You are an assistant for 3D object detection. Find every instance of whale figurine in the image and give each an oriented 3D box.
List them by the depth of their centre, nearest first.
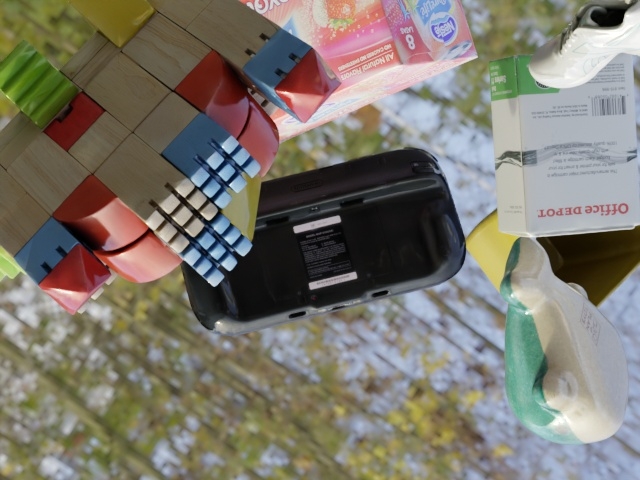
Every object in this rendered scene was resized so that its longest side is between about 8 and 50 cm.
[{"bbox_3d":[0.272,0.128,1.863,0.141,0.272,0.216,-17,-150,29],"label":"whale figurine"}]

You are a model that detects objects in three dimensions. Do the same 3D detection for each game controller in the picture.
[{"bbox_3d":[0.000,0.000,1.721,0.319,0.166,0.067,-14,169,-4],"label":"game controller"}]

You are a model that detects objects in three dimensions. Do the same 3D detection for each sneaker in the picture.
[{"bbox_3d":[0.221,-0.168,1.241,0.152,0.061,0.053,-19,-124,48],"label":"sneaker"}]

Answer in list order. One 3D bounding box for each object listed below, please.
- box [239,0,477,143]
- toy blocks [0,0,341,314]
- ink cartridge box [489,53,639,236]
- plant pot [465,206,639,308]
[{"bbox_3d":[-0.008,-0.205,1.599,0.300,0.154,0.142,-19,177,40],"label":"box"},{"bbox_3d":[-0.139,-0.070,1.298,0.381,0.191,0.261,-47,-136,-4],"label":"toy blocks"},{"bbox_3d":[0.285,-0.113,1.785,0.087,0.153,0.208,-175,-99,-73],"label":"ink cartridge box"},{"bbox_3d":[0.352,0.000,2.364,0.212,0.212,0.187,-40,-174,-30],"label":"plant pot"}]
